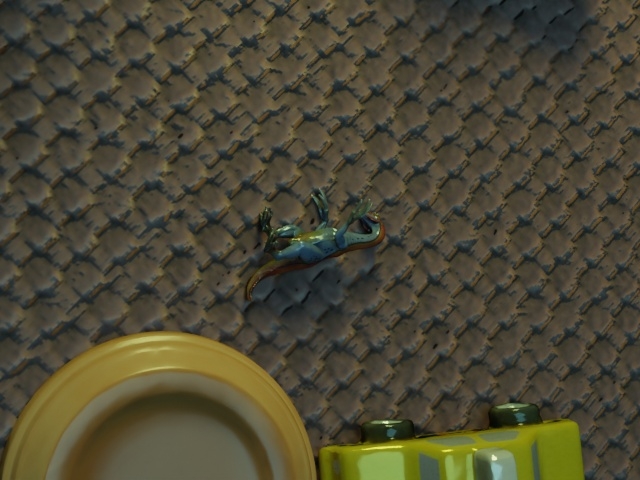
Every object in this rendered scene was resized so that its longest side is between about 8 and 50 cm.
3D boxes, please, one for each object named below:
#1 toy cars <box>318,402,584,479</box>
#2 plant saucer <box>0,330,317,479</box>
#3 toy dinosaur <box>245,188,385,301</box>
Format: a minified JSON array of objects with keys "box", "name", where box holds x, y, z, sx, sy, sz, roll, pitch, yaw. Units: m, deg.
[{"box":[0.178,0.227,0.868,0.394,0.087,0.176,39,75,-13],"name":"toy cars"},{"box":[-0.093,0.155,0.803,0.200,0.037,0.199,2,85,-20],"name":"plant saucer"},{"box":[0.000,0.000,0.859,0.082,0.047,0.090,15,114,-27],"name":"toy dinosaur"}]
